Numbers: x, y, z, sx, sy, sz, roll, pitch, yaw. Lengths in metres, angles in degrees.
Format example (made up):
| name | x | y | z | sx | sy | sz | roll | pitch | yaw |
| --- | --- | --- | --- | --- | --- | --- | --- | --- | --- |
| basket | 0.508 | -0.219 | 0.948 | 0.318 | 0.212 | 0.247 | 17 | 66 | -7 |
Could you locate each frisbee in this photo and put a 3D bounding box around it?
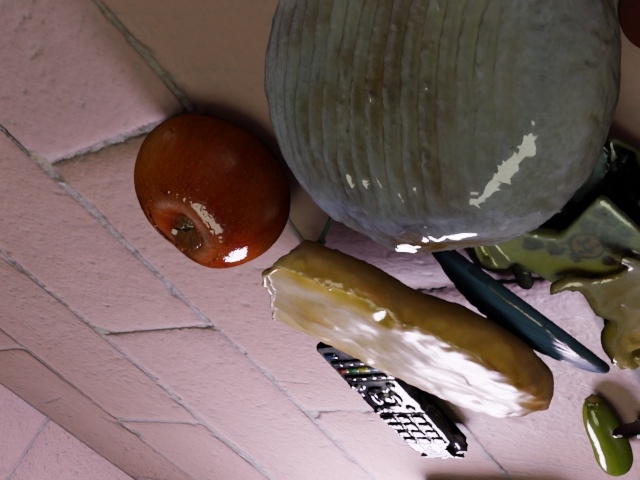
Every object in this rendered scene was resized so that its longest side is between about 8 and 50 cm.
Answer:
| name | x | y | z | sx | sy | sz | roll | pitch | yaw |
| --- | --- | --- | --- | --- | --- | --- | --- | --- | --- |
| frisbee | 0.248 | 0.094 | 0.938 | 0.289 | 0.049 | 0.289 | 36 | -174 | -4 |

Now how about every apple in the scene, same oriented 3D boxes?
| name | x | y | z | sx | sy | sz | roll | pitch | yaw |
| --- | --- | --- | --- | --- | --- | --- | --- | --- | --- |
| apple | -0.160 | -0.066 | 1.021 | 0.235 | 0.173 | 0.210 | 28 | 144 | -2 |

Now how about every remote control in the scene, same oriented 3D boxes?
| name | x | y | z | sx | sy | sz | roll | pitch | yaw |
| --- | --- | --- | --- | --- | --- | --- | --- | --- | --- |
| remote control | 0.155 | 0.306 | 1.396 | 0.145 | 0.062 | 0.398 | -13 | 128 | 40 |

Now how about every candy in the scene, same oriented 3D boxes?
| name | x | y | z | sx | sy | sz | roll | pitch | yaw |
| --- | --- | --- | --- | --- | --- | --- | --- | --- | --- |
| candy | 0.000 | 0.000 | 1.125 | 0.062 | 0.058 | 0.194 | -7 | 143 | -26 |

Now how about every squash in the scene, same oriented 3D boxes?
| name | x | y | z | sx | sy | sz | roll | pitch | yaw |
| --- | --- | --- | --- | --- | --- | --- | --- | --- | --- |
| squash | 0.502 | 0.343 | 1.242 | 0.066 | 0.066 | 0.201 | -7 | 127 | 36 |

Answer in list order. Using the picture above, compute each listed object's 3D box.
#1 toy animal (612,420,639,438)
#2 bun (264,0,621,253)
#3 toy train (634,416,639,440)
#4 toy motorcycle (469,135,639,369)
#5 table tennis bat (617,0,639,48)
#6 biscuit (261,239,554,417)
| name | x | y | z | sx | sy | sz | roll | pitch | yaw |
| --- | --- | --- | --- | --- | --- | --- | --- | --- | --- |
| toy animal | 0.564 | 0.199 | 0.980 | 0.195 | 0.090 | 0.324 | -2 | 149 | -9 |
| bun | 0.112 | -0.156 | 0.660 | 0.211 | 0.361 | 0.362 | -3 | 166 | -42 |
| toy train | 0.582 | 0.326 | 1.191 | 0.103 | 0.044 | 0.064 | 35 | 133 | -13 |
| toy motorcycle | 0.336 | 0.009 | 0.831 | 0.410 | 0.168 | 0.237 | 33 | 145 | -11 |
| table tennis bat | 0.322 | -0.236 | 0.659 | 0.098 | 0.019 | 0.154 | -10 | 134 | 39 |
| biscuit | 0.115 | 0.126 | 1.001 | 0.446 | 0.104 | 0.429 | 22 | 164 | 11 |
